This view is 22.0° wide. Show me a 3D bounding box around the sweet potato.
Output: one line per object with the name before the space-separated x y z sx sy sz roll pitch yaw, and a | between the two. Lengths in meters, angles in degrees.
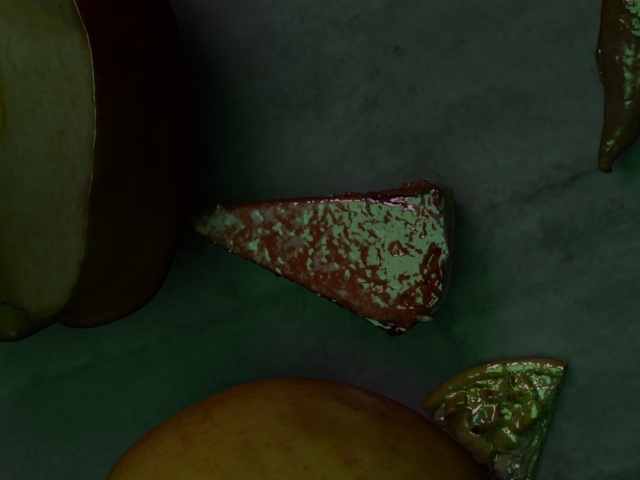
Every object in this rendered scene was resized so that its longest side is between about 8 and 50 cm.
sweet potato | 0.230 -0.149 1.202 0.068 0.060 0.206 21 107 56

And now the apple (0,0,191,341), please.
apple | -0.245 -0.104 1.255 0.295 0.329 0.365 -13 89 -1

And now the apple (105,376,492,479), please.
apple | -0.018 0.239 1.215 0.275 0.299 0.299 41 110 42

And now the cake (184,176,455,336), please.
cake | 0.004 0.020 1.283 0.220 0.086 0.117 -6 90 20

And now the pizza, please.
pizza | 0.146 0.146 1.274 0.123 0.026 0.109 -19 90 21
